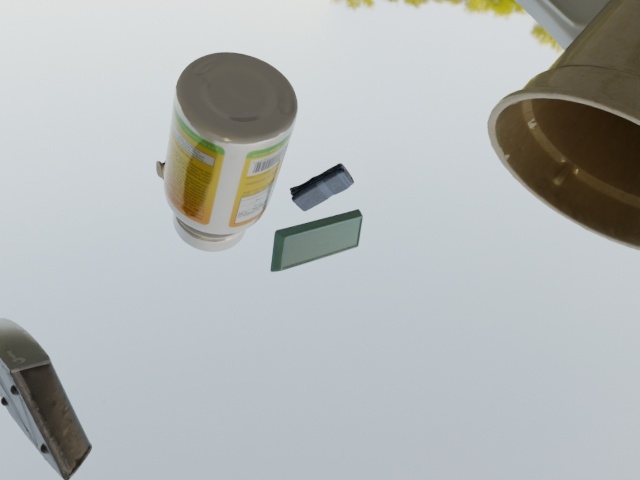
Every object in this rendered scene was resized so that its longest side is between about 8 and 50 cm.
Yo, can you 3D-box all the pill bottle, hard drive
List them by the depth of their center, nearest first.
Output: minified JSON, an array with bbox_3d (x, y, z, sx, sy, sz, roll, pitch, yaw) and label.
[{"bbox_3d":[-0.119,-0.093,0.877,0.136,0.245,0.136,8,-125,-12],"label":"pill bottle"},{"bbox_3d":[-0.369,0.184,0.906,0.054,0.172,0.255,-29,-157,-30],"label":"hard drive"}]

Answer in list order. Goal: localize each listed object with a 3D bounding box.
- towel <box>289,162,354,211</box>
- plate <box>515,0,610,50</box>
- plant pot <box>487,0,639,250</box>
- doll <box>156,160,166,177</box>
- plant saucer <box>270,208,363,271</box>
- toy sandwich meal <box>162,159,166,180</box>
[{"bbox_3d":[0.003,-0.103,1.406,0.119,0.067,0.029,-29,-125,10],"label":"towel"},{"bbox_3d":[0.439,-0.473,1.168,0.278,0.277,0.045,50,-157,14],"label":"plate"},{"bbox_3d":[0.446,-0.196,0.949,0.334,0.334,0.305,29,-103,32],"label":"plant pot"},{"bbox_3d":[-0.276,-0.181,1.641,0.189,0.046,0.129,-19,-150,-32],"label":"doll"},{"bbox_3d":[0.000,0.000,1.100,0.018,0.067,0.192,25,-153,37],"label":"plant saucer"},{"bbox_3d":[-0.379,-0.191,1.853,0.029,0.085,0.085,28,-136,32],"label":"toy sandwich meal"}]
